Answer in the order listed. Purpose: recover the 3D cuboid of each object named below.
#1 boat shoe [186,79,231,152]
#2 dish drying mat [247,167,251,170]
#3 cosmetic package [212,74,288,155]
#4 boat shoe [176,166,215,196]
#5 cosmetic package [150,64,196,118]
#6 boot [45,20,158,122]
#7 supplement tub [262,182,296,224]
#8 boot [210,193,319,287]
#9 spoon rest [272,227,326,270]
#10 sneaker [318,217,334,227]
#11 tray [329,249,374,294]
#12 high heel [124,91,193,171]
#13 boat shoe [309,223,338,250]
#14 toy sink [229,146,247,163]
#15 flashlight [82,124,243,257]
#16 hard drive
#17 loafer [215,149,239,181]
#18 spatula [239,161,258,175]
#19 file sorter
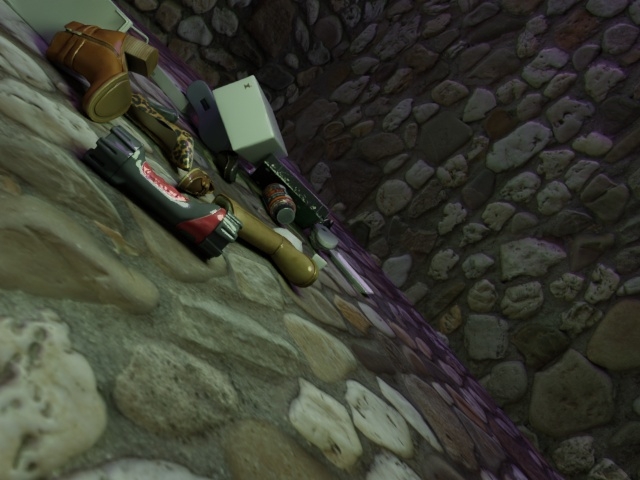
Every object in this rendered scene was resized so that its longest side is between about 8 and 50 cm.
[{"bbox_3d":[-0.433,-0.476,1.863,0.367,0.136,0.156,60,3,25],"label":"boat shoe"},{"bbox_3d":[-0.307,-0.306,2.122,0.083,0.008,0.032,48,9,2],"label":"dish drying mat"},{"bbox_3d":[-0.257,-0.442,1.784,0.453,0.162,0.230,-27,98,-88],"label":"cosmetic package"},{"bbox_3d":[-0.312,-0.146,1.174,0.060,0.064,0.178,44,6,-3],"label":"boat shoe"},{"bbox_3d":[-0.617,-0.633,1.941,0.239,0.060,0.099,49,8,13],"label":"cosmetic package"},{"bbox_3d":[-0.542,-0.407,1.067,0.220,0.283,0.109,20,-30,-2],"label":"boot"},{"bbox_3d":[-0.155,-0.137,1.753,0.106,0.106,0.198,41,10,-35],"label":"supplement tub"},{"bbox_3d":[-0.150,0.007,1.214,0.236,0.089,0.269,38,-1,44],"label":"boot"},{"bbox_3d":[-0.085,0.036,1.461,0.137,0.084,0.276,42,-4,-35],"label":"spoon rest"},{"bbox_3d":[-0.019,-0.087,2.289,0.124,0.107,0.283,33,4,6],"label":"sneaker"},{"bbox_3d":[0.136,0.151,2.089,0.270,0.030,0.145,49,8,17],"label":"tray"},{"bbox_3d":[-0.445,-0.286,1.208,0.186,0.093,0.261,10,42,-46],"label":"high heel"},{"bbox_3d":[0.000,0.000,1.939,0.096,0.088,0.267,17,14,-21],"label":"boat shoe"},{"bbox_3d":[-0.351,-0.480,2.220,0.131,0.153,0.234,44,10,-12],"label":"toy sink"},{"bbox_3d":[-0.295,-0.095,0.898,0.304,0.103,0.103,44,10,-18],"label":"flashlight"},{"bbox_3d":[-0.133,-0.197,1.924,0.339,0.064,0.237,45,-22,-10],"label":"hard drive"},{"bbox_3d":[-0.338,-0.269,1.636,0.078,0.080,0.220,9,22,-16],"label":"loafer"},{"bbox_3d":[-0.330,-0.371,2.041,0.242,0.019,0.168,40,46,-37],"label":"spatula"},{"bbox_3d":[-0.645,-0.599,1.230,0.277,0.193,0.173,46,6,-7],"label":"file sorter"}]
